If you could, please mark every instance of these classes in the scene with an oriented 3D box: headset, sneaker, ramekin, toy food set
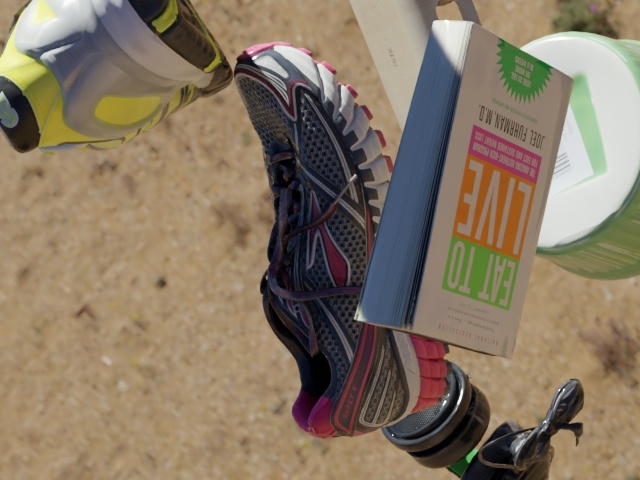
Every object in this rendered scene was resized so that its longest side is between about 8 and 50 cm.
[{"bbox_3d":[0.211,0.240,1.996,0.185,0.243,0.394,-51,8,-9],"label":"headset"},{"bbox_3d":[0.000,0.000,1.140,0.112,0.299,0.121,-21,5,-20],"label":"sneaker"},{"bbox_3d":[0.321,-0.108,1.903,0.303,0.148,0.303,-7,79,41],"label":"ramekin"},{"bbox_3d":[0.119,-0.212,1.684,0.092,0.220,0.306,-23,5,-7],"label":"toy food set"},{"bbox_3d":[-0.156,-0.138,1.114,0.147,0.145,0.385,-34,2,2],"label":"sneaker"}]

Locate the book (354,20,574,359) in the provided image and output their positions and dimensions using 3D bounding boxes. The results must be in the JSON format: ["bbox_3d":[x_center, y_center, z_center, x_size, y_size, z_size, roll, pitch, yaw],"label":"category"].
[{"bbox_3d":[0.074,-0.022,0.748,0.035,0.096,0.144,9,84,42],"label":"book"}]
